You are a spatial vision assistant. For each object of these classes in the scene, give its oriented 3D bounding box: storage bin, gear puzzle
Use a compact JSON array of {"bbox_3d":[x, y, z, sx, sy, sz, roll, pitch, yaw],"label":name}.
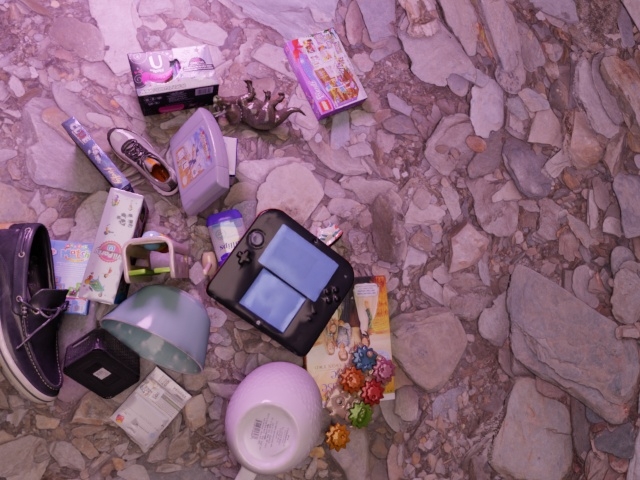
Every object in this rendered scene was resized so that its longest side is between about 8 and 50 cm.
[{"bbox_3d":[-0.605,0.345,1.244,0.122,0.084,0.180,-32,129,0],"label":"storage bin"},{"bbox_3d":[0.110,0.508,1.428,0.175,0.044,0.339,34,75,-8],"label":"gear puzzle"}]

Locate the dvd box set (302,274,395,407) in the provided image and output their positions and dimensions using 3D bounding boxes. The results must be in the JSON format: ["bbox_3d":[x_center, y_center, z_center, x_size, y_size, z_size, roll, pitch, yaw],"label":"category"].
[{"bbox_3d":[0.087,0.333,1.506,0.307,0.062,0.421,-1,82,-15],"label":"dvd box set"}]

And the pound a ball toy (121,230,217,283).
[{"bbox_3d":[-0.419,0.044,1.284,0.208,0.319,0.136,-6,87,-8],"label":"pound a ball toy"}]

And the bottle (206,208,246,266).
[{"bbox_3d":[-0.275,0.046,1.431,0.118,0.092,0.283,-16,86,-14],"label":"bottle"}]

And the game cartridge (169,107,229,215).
[{"bbox_3d":[-0.371,-0.250,1.370,0.062,0.198,0.297,7,57,-47],"label":"game cartridge"}]

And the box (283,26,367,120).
[{"bbox_3d":[0.018,-0.609,1.629,0.200,0.057,0.293,-25,89,-18],"label":"box"}]

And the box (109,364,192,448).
[{"bbox_3d":[-0.502,0.494,1.331,0.145,0.038,0.186,42,73,-6],"label":"box"}]

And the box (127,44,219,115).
[{"bbox_3d":[-0.466,-0.513,1.425,0.247,0.163,0.142,-16,88,-17],"label":"box"}]

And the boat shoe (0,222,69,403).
[{"bbox_3d":[-0.764,0.181,1.193,0.155,0.187,0.501,-15,83,-10],"label":"boat shoe"}]

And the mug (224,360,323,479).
[{"bbox_3d":[-0.152,0.543,1.246,0.276,0.328,0.374,27,83,3],"label":"mug"}]

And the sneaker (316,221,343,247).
[{"bbox_3d":[0.000,0.000,1.542,0.161,0.057,0.075,-40,77,-16],"label":"sneaker"}]

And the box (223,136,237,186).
[{"bbox_3d":[-0.312,-0.253,1.443,0.072,0.137,0.126,3,81,-15],"label":"box"}]

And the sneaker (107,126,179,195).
[{"bbox_3d":[-0.550,-0.259,1.395,0.271,0.108,0.100,42,75,-5],"label":"sneaker"}]

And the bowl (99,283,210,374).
[{"bbox_3d":[-0.441,0.240,1.276,0.311,0.311,0.163,31,55,-9],"label":"bowl"}]

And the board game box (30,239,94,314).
[{"bbox_3d":[-0.759,0.107,1.316,0.160,0.039,0.212,7,82,-14],"label":"board game box"}]

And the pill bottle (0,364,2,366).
[{"bbox_3d":[-0.875,0.313,1.240,0.116,0.065,0.065,-18,87,-17],"label":"pill bottle"}]

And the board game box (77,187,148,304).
[{"bbox_3d":[-0.583,0.026,1.282,0.097,0.224,0.304,14,79,-14],"label":"board game box"}]

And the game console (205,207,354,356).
[{"bbox_3d":[-0.109,0.126,1.401,0.386,0.060,0.342,37,73,-14],"label":"game console"}]

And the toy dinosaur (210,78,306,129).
[{"bbox_3d":[-0.212,-0.446,1.529,0.313,0.121,0.161,15,90,-18],"label":"toy dinosaur"}]

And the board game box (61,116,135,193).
[{"bbox_3d":[-0.654,-0.232,1.331,0.042,0.165,0.243,-40,94,-17],"label":"board game box"}]
